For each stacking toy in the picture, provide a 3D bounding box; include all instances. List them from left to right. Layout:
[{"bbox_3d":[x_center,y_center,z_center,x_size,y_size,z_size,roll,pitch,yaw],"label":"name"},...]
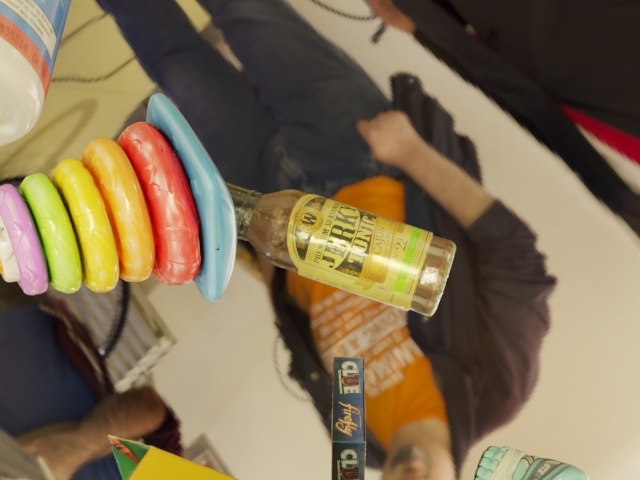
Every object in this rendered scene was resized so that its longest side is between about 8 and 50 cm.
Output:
[{"bbox_3d":[-0.244,-0.006,0.967,0.302,0.166,0.175,-19,138,-21],"label":"stacking toy"}]

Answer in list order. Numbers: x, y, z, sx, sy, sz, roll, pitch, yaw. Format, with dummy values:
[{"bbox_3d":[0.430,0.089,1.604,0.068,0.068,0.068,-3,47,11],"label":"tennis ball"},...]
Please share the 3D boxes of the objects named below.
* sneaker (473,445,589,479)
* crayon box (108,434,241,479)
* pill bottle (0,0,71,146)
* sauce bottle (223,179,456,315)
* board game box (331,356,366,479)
[{"bbox_3d":[0.189,0.308,0.960,0.283,0.122,0.110,-68,151,-44],"label":"sneaker"},{"bbox_3d":[-0.097,0.342,1.133,0.081,0.318,0.202,-56,152,-39],"label":"crayon box"},{"bbox_3d":[-0.188,-0.171,0.562,0.124,0.221,0.124,6,155,3],"label":"pill bottle"},{"bbox_3d":[0.000,0.000,1.363,0.111,0.344,0.111,17,90,-86],"label":"sauce bottle"},{"bbox_3d":[0.035,0.297,1.356,0.042,0.165,0.243,1,122,1],"label":"board game box"}]
